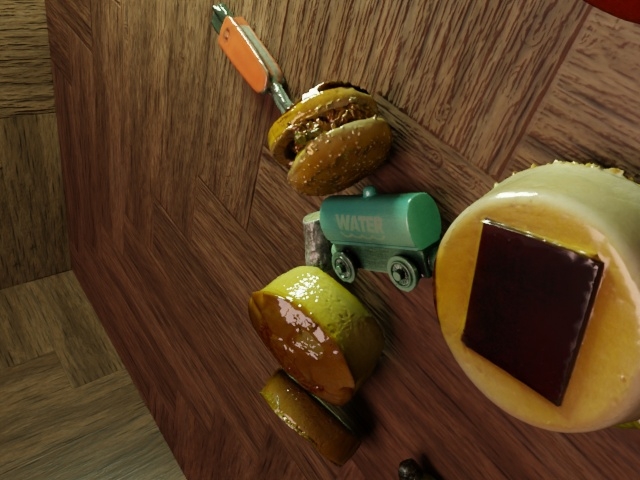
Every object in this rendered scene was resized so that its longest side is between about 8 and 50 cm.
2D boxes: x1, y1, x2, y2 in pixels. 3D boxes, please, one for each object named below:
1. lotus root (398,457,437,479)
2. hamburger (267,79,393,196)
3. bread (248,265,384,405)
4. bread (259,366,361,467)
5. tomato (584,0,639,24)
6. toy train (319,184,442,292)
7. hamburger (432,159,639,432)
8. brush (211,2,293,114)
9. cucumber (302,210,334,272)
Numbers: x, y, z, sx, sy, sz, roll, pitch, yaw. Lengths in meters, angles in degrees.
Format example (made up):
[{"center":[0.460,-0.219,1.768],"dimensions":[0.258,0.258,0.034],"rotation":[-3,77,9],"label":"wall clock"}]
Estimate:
[{"center":[0.185,0.484,0.935],"dimensions":[0.113,0.088,0.192],"rotation":[-22,87,38],"label":"lotus root"},{"center":[0.016,-0.139,0.800],"dimensions":[0.191,0.182,0.118],"rotation":[-42,63,55],"label":"hamburger"},{"center":[-0.014,0.178,0.967],"dimensions":[0.270,0.148,0.270],"rotation":[34,146,27],"label":"bread"},{"center":[-0.022,0.356,1.069],"dimensions":[0.236,0.070,0.236],"rotation":[40,171,8],"label":"bread"},{"center":[0.266,-0.299,0.360],"dimensions":[0.298,0.226,0.298],"rotation":[25,122,49],"label":"tomato"},{"center":[0.094,-0.010,0.810],"dimensions":[0.248,0.101,0.159],"rotation":[6,118,53],"label":"toy train"},{"center":[0.265,0.062,0.571],"dimensions":[0.302,0.170,0.302],"rotation":[24,120,50],"label":"hamburger"},{"center":[-0.128,-0.345,1.013],"dimensions":[0.323,0.051,0.070],"rotation":[58,136,23],"label":"brush"},{"center":[0.000,0.002,0.983],"dimensions":[0.064,0.064,0.112],"rotation":[15,114,49],"label":"cucumber"}]
